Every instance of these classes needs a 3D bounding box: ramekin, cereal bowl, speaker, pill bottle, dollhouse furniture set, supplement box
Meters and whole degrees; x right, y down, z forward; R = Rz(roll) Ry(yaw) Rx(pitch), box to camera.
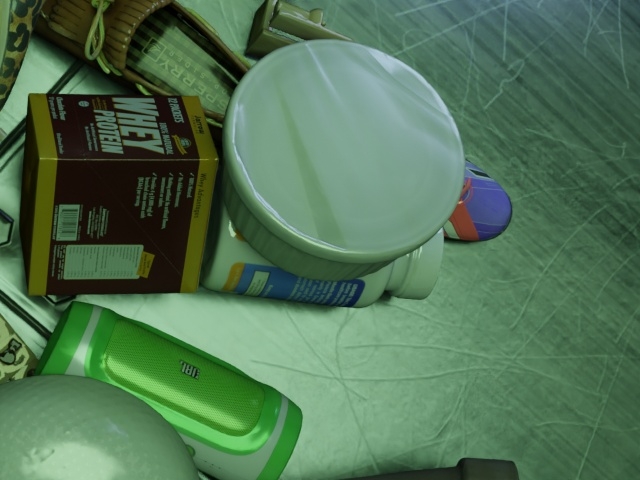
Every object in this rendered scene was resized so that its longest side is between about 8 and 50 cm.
[{"bbox_3d":[0.012,-0.078,1.751,0.273,0.127,0.273,8,63,-16],"label":"ramekin"},{"bbox_3d":[-0.291,0.323,1.704,0.339,0.141,0.339,-1,103,-6],"label":"cereal bowl"},{"bbox_3d":[-0.174,0.180,1.817,0.296,0.131,0.131,27,78,-12],"label":"speaker"},{"bbox_3d":[0.000,0.000,1.872,0.272,0.152,0.152,8,82,-16],"label":"pill bottle"},{"bbox_3d":[0.005,-0.300,1.922,0.123,0.144,0.151,19,65,-18],"label":"dollhouse furniture set"},{"bbox_3d":[-0.231,-0.052,1.774,0.194,0.129,0.191,0,128,-17],"label":"supplement box"}]

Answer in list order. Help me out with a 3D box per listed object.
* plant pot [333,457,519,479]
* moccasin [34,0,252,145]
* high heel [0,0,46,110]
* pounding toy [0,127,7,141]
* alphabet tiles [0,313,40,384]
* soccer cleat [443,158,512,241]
[{"bbox_3d":[0.066,0.394,1.796,0.280,0.323,0.323,7,82,2],"label":"plant pot"},{"bbox_3d":[-0.221,-0.243,1.834,0.380,0.147,0.139,41,77,-8],"label":"moccasin"},{"bbox_3d":[-0.293,-0.262,1.731,0.186,0.093,0.261,-6,108,-47],"label":"high heel"},{"bbox_3d":[-0.459,-0.106,1.617,0.237,0.110,0.183,-42,97,-16],"label":"pounding toy"},{"bbox_3d":[-0.427,0.166,1.806,0.198,0.009,0.237,-40,95,-16],"label":"alphabet tiles"},{"bbox_3d":[0.105,-0.096,1.929,0.318,0.116,0.108,31,77,-11],"label":"soccer cleat"}]
